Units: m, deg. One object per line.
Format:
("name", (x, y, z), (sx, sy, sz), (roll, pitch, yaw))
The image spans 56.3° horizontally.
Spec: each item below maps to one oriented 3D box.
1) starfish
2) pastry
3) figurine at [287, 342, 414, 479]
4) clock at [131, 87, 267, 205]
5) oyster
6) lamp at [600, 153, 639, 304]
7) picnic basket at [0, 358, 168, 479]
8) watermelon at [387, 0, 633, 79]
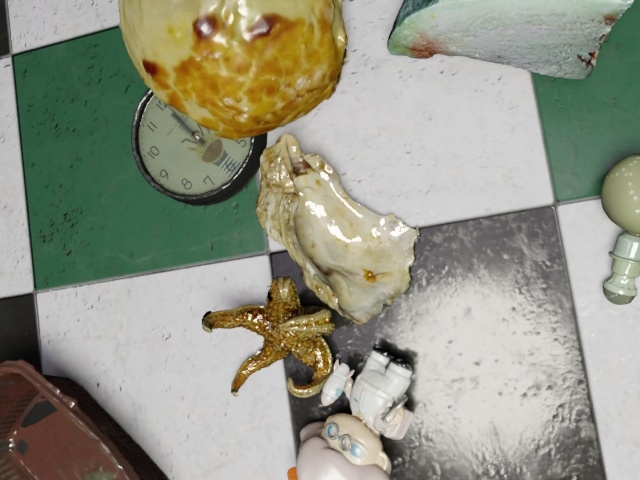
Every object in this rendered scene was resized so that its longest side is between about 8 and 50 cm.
("starfish", (-0.057, 0.105, 0.691), (0.146, 0.074, 0.190), (6, 129, 8))
("pastry", (-0.088, -0.255, 0.679), (0.256, 0.170, 0.237), (-21, 86, -19))
("figurine", (0.035, 0.232, 0.680), (0.137, 0.112, 0.229), (23, 85, 38))
("clock", (-0.161, -0.138, 0.783), (0.184, 0.040, 0.185), (-1, 86, 13))
("oyster", (0.003, -0.011, 0.706), (0.233, 0.161, 0.107), (53, 133, 9))
("lamp", (0.337, -0.008, 0.639), (0.091, 0.091, 0.163), (14, 106, 14))
("picnic basket", (-0.325, 0.294, 0.750), (0.297, 0.129, 0.222), (40, 94, 12))
("watermelon", (0.244, -0.285, 0.667), (0.319, 0.214, 0.290), (-7, 44, 50))
